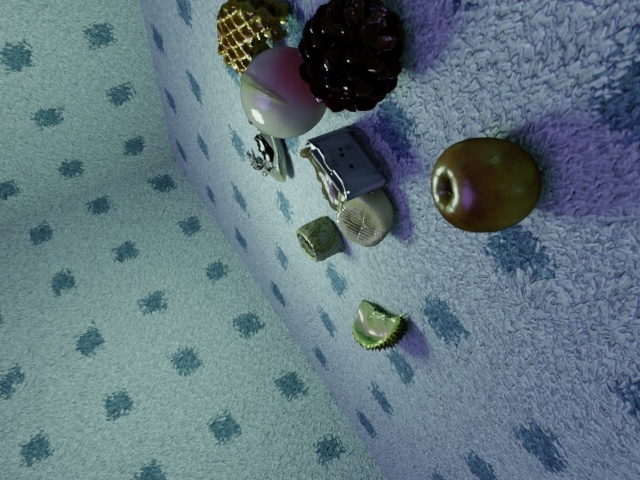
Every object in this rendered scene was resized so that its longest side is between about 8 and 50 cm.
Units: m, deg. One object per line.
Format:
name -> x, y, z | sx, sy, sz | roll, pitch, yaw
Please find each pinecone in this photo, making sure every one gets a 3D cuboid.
pinecone -> 0.071, -0.482, 1.252 | 0.298, 0.242, 0.296 | 68, 160, 2

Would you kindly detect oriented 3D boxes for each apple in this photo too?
apple -> 0.371, -0.123, 1.096 | 0.237, 0.207, 0.237 | 171, 90, -76

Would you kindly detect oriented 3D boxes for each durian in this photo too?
durian -> 0.226, 0.350, 1.981 | 0.352, 0.158, 0.169 | -166, 64, -66

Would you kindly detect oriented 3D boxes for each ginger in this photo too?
ginger -> 0.040, -0.231, 1.830 | 0.166, 0.080, 0.333 | -35, 76, 53

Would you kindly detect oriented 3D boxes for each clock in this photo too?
clock -> 0.091, -0.252, 1.546 | 0.253, 0.186, 0.083 | 55, 151, 16

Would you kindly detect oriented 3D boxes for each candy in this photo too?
candy -> -0.312, -0.390, 2.454 | 0.226, 0.051, 0.094 | 34, 134, 46

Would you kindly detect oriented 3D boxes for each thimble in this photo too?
thimble -> 0.000, 0.000, 2.080 | 0.190, 0.143, 0.137 | 55, 156, 16

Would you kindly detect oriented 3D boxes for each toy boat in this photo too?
toy boat -> -0.225, -0.383, 2.165 | 0.141, 0.140, 0.269 | 20, 119, 59

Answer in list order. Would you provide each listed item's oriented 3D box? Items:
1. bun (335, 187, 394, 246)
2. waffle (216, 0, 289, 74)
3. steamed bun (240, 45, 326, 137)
bun -> 0.151, -0.099, 1.660 | 0.229, 0.145, 0.229 | 15, 126, 22
waffle -> -0.233, -0.710, 1.705 | 0.261, 0.151, 0.324 | 26, 149, 2
steamed bun -> -0.097, -0.496, 1.577 | 0.309, 0.309, 0.309 | 47, 153, 33
